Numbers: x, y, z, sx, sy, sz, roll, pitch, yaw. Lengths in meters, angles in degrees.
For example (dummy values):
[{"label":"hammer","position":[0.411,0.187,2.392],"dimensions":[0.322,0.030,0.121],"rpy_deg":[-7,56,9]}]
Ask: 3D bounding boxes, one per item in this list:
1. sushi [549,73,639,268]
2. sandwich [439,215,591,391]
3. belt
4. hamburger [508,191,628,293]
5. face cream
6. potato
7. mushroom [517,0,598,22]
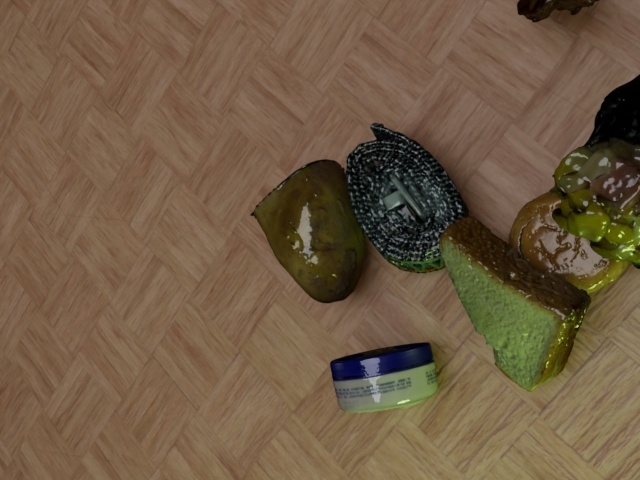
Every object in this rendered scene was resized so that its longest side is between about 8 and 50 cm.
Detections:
[{"label":"sushi","position":[0.544,-0.074,1.296],"dimensions":[0.329,0.328,0.285],"rpy_deg":[34,91,-8]},{"label":"sandwich","position":[0.331,0.120,1.503],"dimensions":[0.288,0.100,0.254],"rpy_deg":[38,150,25]},{"label":"belt","position":[0.168,-0.073,1.647],"dimensions":[0.207,0.160,0.295],"rpy_deg":[-41,69,5]},{"label":"hamburger","position":[0.449,0.007,1.505],"dimensions":[0.214,0.108,0.213],"rpy_deg":[-2,85,27]},{"label":"face cream","position":[0.127,0.272,1.636],"dimensions":[0.206,0.206,0.111],"rpy_deg":[-12,86,32]},{"label":"potato","position":[0.000,0.000,1.723],"dimensions":[0.229,0.229,0.266],"rpy_deg":[-33,75,27]},{"label":"mushroom","position":[0.365,-0.603,1.449],"dimensions":[0.356,0.334,0.331],"rpy_deg":[-51,27,-7]}]
